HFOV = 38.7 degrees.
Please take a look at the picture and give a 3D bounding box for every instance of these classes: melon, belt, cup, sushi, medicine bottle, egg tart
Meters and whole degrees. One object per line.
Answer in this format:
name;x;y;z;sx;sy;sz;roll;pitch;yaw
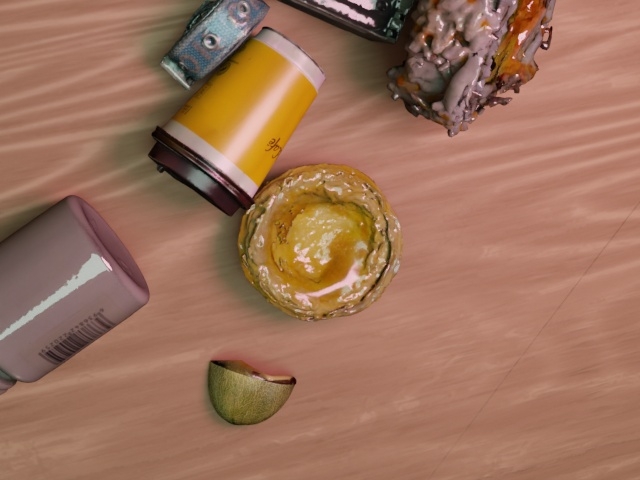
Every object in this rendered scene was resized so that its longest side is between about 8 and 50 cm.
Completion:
melon;-0.122;0.275;1.594;0.160;0.079;0.128;15;99;-16
belt;-0.159;-0.325;1.397;0.082;0.147;0.163;43;64;-16
cup;-0.125;-0.185;1.424;0.196;0.196;0.280;40;84;-19
sushi;0.241;-0.350;1.370;0.175;0.417;0.418;24;100;19
medicine bottle;-0.457;0.105;1.405;0.339;0.208;0.208;-35;109;-1
egg tart;0.000;0.000;1.529;0.288;0.118;0.288;-3;103;-12

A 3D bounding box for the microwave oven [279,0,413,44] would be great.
microwave oven;0.064;-0.477;1.385;0.237;0.181;0.295;20;100;-18
